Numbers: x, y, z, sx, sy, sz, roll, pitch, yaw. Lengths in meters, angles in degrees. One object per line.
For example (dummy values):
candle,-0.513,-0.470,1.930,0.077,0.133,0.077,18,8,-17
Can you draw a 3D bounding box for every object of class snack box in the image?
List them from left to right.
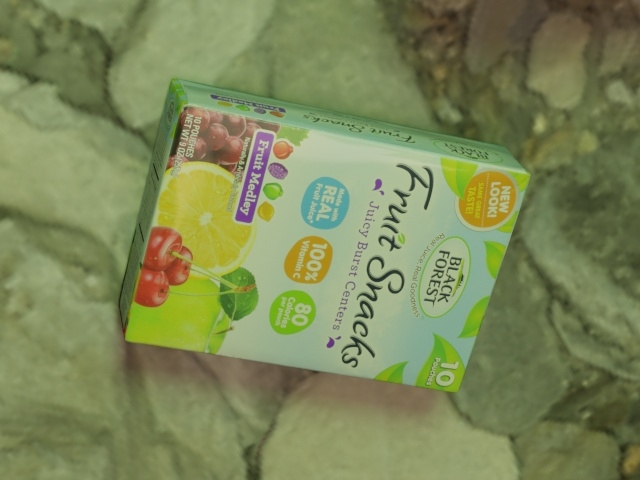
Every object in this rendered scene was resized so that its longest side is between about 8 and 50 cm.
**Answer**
snack box,0.000,0.000,0.558,0.141,0.037,0.100,11,111,-16
